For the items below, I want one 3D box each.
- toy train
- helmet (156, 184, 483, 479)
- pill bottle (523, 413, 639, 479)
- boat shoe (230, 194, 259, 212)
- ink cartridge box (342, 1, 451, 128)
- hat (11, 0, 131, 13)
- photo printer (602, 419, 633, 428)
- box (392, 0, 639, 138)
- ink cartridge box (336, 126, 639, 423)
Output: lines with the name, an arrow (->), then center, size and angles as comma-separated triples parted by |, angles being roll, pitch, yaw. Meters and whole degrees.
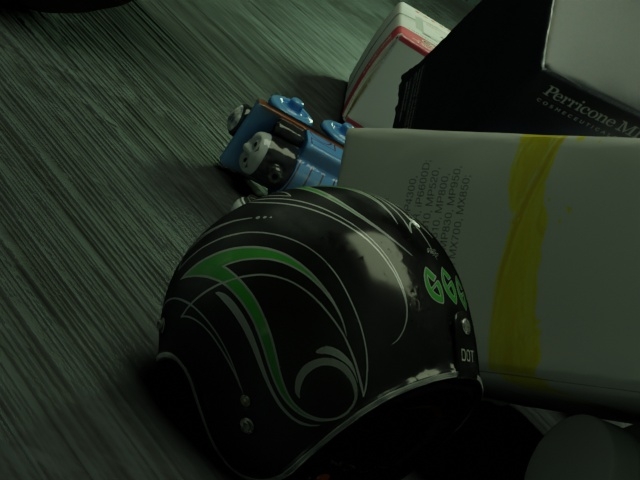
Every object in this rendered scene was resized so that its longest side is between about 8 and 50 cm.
toy train -> 0.006, -0.050, 1.605 | 0.184, 0.080, 0.105 | 29, 20, -17
helmet -> -0.004, 0.049, 1.079 | 0.169, 0.169, 0.161 | 13, 41, -56
pill bottle -> 0.223, 0.177, 1.222 | 0.193, 0.108, 0.108 | 26, 15, -29
boat shoe -> 0.000, 0.000, 1.484 | 0.142, 0.040, 0.049 | 31, 14, -10
ink cartridge box -> 0.140, -0.152, 2.180 | 0.207, 0.117, 0.283 | 31, 14, -6
hat -> -0.224, -0.274, 1.669 | 0.331, 0.331, 0.134 | 22, 61, -38
photo printer -> 0.324, 0.129, 1.627 | 0.308, 0.107, 0.256 | 29, 14, -18
box -> 0.249, -0.088, 1.711 | 0.296, 0.294, 0.182 | 23, 56, -16
ink cartridge box -> 0.226, 0.037, 1.249 | 0.385, 0.160, 0.279 | 4, -9, 39
